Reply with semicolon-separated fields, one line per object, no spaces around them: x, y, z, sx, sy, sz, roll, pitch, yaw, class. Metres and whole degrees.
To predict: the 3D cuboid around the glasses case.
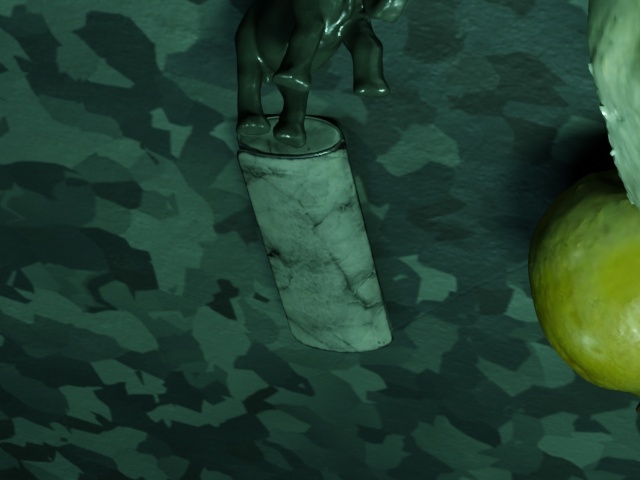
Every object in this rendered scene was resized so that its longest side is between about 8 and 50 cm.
0.000;0.000;1.690;0.114;0.060;0.299;3;138;18;glasses case

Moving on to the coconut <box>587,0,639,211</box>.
0.374;-0.166;1.149;0.344;0.415;0.415;19;142;16;coconut

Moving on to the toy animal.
-0.005;-0.183;1.414;0.114;0.146;0.245;25;147;-37;toy animal

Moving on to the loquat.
0.302;0.043;1.490;0.244;0.244;0.244;11;140;9;loquat
